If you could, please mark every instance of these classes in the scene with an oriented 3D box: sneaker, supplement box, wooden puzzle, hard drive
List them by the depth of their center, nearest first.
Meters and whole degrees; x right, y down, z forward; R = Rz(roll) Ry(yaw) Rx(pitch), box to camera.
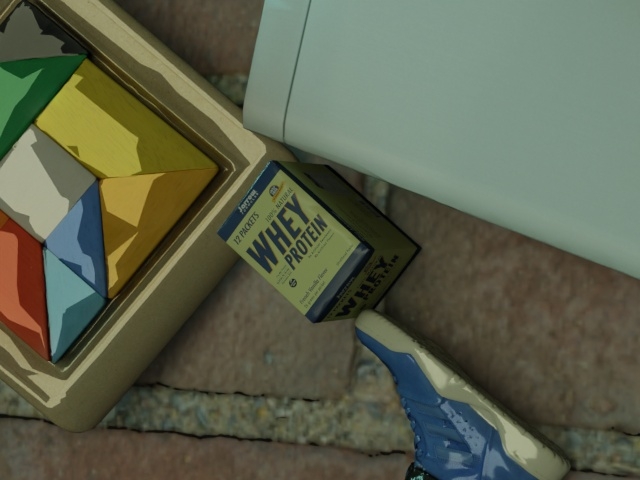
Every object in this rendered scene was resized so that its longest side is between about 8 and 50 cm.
[{"bbox_3d":[0.124,-0.120,0.918,0.353,0.047,0.233,22,107,32],"label":"hard drive"},{"bbox_3d":[0.062,0.113,1.008,0.152,0.058,0.084,40,97,12],"label":"sneaker"},{"bbox_3d":[0.000,0.000,1.022,0.083,0.083,0.056,42,106,18],"label":"supplement box"},{"bbox_3d":[-0.164,-0.034,1.045,0.239,0.044,0.221,40,91,-6],"label":"wooden puzzle"}]
